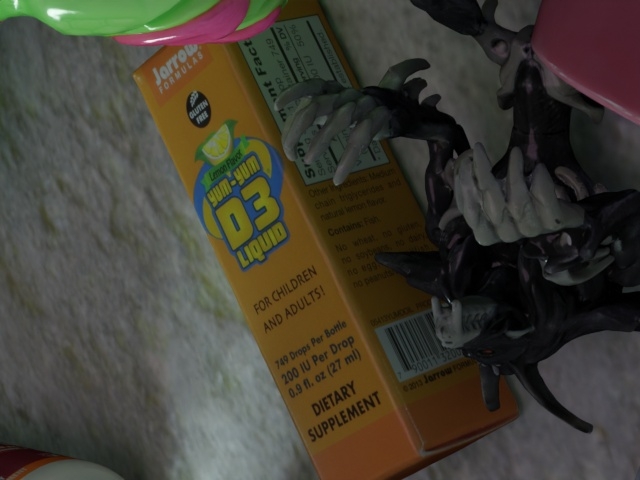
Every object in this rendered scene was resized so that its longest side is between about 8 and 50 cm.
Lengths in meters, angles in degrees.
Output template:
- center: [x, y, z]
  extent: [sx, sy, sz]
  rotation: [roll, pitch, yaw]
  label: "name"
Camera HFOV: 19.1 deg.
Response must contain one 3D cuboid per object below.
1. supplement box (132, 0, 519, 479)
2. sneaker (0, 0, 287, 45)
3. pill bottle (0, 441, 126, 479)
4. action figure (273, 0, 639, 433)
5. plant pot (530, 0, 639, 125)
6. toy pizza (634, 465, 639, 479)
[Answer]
- center: [0.000, 0.000, 0.898]
  extent: [0.078, 0.080, 0.233]
  rotation: [-36, 75, 45]
  label: "supplement box"
- center: [-0.069, -0.207, 0.701]
  extent: [0.483, 0.185, 0.202]
  rotation: [-104, 16, -70]
  label: "sneaker"
- center: [-0.212, 0.181, 1.158]
  extent: [0.221, 0.121, 0.121]
  rotation: [4, 106, 46]
  label: "pill bottle"
- center: [0.065, -0.044, 0.767]
  extent: [0.164, 0.141, 0.276]
  rotation: [13, 109, 43]
  label: "action figure"
- center: [0.188, -0.108, 0.585]
  extent: [0.201, 0.201, 0.180]
  rotation: [31, 109, 37]
  label: "plant pot"
- center: [0.185, 0.159, 0.761]
  extent: [0.201, 0.032, 0.201]
  rotation: [27, 123, 51]
  label: "toy pizza"
